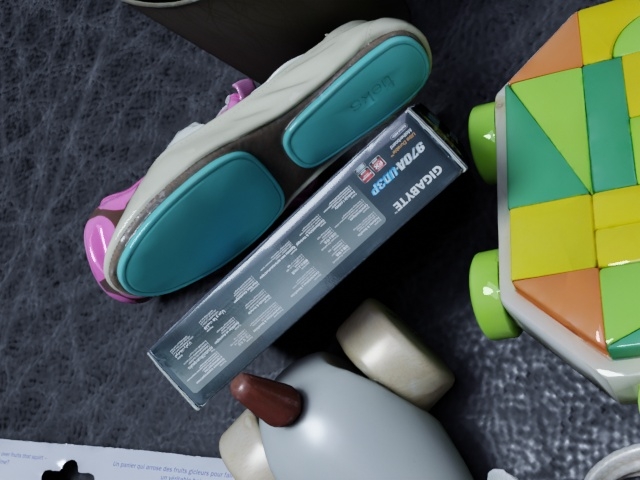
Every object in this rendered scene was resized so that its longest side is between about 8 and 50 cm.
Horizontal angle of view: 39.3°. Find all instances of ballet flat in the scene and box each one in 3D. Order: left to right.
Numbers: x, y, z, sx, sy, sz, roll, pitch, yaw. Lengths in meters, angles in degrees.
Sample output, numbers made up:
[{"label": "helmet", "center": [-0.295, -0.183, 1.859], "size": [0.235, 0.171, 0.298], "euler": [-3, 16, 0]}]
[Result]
[{"label": "ballet flat", "center": [-0.040, -0.060, 0.571], "size": [0.248, 0.086, 0.086], "euler": [-37, 58, -7]}]

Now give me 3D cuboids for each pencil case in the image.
[{"label": "pencil case", "center": [-0.099, -0.032, 0.694], "size": [0.209, 0.095, 0.098], "euler": [-32, 97, 31]}]

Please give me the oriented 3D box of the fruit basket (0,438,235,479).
[{"label": "fruit basket", "center": [-0.216, 0.330, 0.666], "size": [0.327, 0.165, 0.353], "euler": [-4, 58, 29]}]

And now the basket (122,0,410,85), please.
[{"label": "basket", "center": [-0.039, -0.191, 0.645], "size": [0.204, 0.227, 0.154], "euler": [36, 95, 32]}]

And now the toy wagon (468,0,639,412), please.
[{"label": "toy wagon", "center": [0.215, -0.008, 0.499], "size": [0.267, 0.068, 0.344], "euler": [-12, 53, 26]}]

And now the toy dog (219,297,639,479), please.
[{"label": "toy dog", "center": [0.055, 0.167, 0.523], "size": [0.334, 0.161, 0.220], "euler": [24, 89, 33]}]

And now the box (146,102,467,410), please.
[{"label": "box", "center": [0.000, 0.000, 0.599], "size": [0.220, 0.175, 0.051], "euler": [-43, 91, 12]}]
